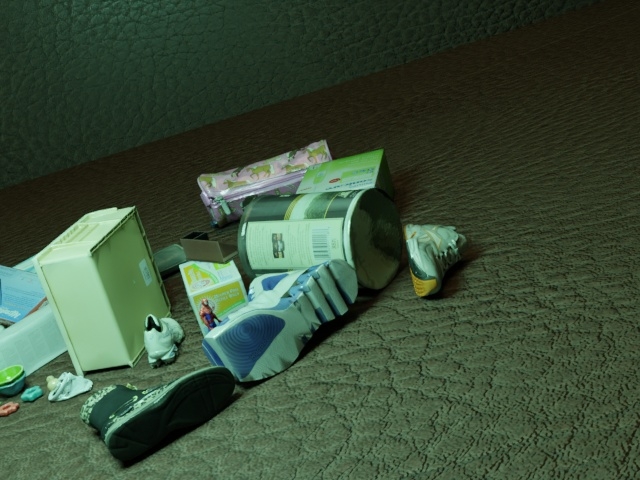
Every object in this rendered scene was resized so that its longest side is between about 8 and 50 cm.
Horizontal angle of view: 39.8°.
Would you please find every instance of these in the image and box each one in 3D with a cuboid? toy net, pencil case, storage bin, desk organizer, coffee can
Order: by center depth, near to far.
[{"bbox_3d":[-0.553,0.286,1.712,0.232,0.045,0.122,-8,21,24],"label":"toy net"},{"bbox_3d":[0.000,0.000,1.800,0.275,0.202,0.201,-1,25,35],"label":"coffee can"},{"bbox_3d":[-0.430,0.094,1.806,0.123,0.262,0.260,-10,21,16],"label":"storage bin"},{"bbox_3d":[-0.236,0.013,1.866,0.130,0.050,0.047,4,27,43],"label":"desk organizer"},{"bbox_3d":[-0.131,-0.156,2.392,0.386,0.160,0.167,-16,49,0],"label":"pencil case"}]

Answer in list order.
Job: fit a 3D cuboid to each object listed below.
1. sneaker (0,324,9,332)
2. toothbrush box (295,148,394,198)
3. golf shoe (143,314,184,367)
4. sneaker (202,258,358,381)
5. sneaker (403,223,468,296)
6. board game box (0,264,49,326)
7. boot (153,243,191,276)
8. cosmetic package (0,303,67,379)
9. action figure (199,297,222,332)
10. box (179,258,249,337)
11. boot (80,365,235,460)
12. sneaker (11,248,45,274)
[{"bbox_3d":[-0.719,0.235,1.960,0.094,0.080,0.212,-41,16,0],"label":"sneaker"},{"bbox_3d":[0.061,-0.109,2.162,0.206,0.122,0.283,-12,22,14],"label":"toothbrush box"},{"bbox_3d":[-0.316,0.177,1.755,0.069,0.086,0.176,-19,18,-2],"label":"golf shoe"},{"bbox_3d":[-0.091,0.145,1.633,0.315,0.128,0.182,-33,14,-32],"label":"sneaker"},{"bbox_3d":[0.229,0.023,1.715,0.121,0.099,0.262,-10,21,6],"label":"sneaker"},{"bbox_3d":[-0.716,0.123,2.008,0.281,0.027,0.145,9,43,35],"label":"board game box"},{"bbox_3d":[-0.449,0.066,2.177,0.189,0.076,0.208,20,46,40],"label":"boot"},{"bbox_3d":[-0.630,0.229,1.850,0.060,0.099,0.239,3,27,42],"label":"cosmetic package"},{"bbox_3d":[-0.203,0.160,1.660,0.030,0.115,0.038,-6,23,27],"label":"action figure"},{"bbox_3d":[-0.216,0.107,1.831,0.114,0.103,0.203,-20,20,-9],"label":"box"},{"bbox_3d":[-0.279,0.266,1.487,0.236,0.085,0.178,-28,20,-28],"label":"boot"},{"bbox_3d":[-0.692,0.150,2.088,0.319,0.127,0.208,-36,39,-3],"label":"sneaker"}]
